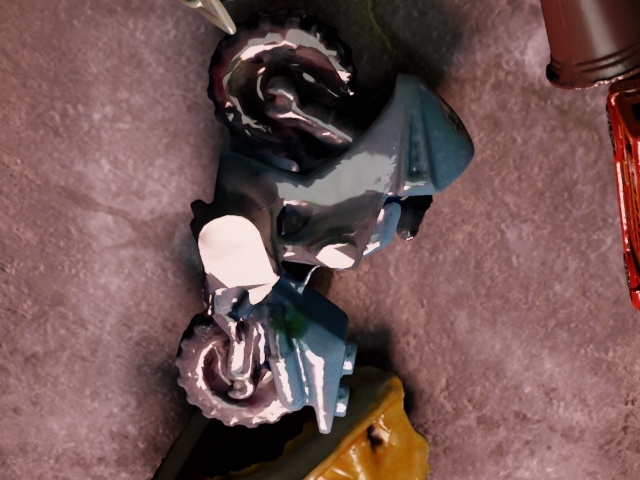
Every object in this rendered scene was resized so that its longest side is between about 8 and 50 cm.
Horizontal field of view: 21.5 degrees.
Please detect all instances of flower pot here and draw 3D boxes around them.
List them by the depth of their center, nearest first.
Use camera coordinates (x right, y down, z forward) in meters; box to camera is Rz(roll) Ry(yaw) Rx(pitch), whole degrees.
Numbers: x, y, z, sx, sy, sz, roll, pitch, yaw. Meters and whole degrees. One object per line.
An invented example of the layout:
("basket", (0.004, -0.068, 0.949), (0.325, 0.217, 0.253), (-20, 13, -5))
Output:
("flower pot", (0.226, -0.189, 1.387), (0.111, 0.111, 0.089), (-18, 113, 12))

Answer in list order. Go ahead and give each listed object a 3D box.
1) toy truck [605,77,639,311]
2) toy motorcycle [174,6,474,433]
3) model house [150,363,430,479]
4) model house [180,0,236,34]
("toy truck", (0.321, -0.024, 1.498), (0.107, 0.114, 0.253), (-10, 125, 5))
("toy motorcycle", (0.000, 0.000, 1.476), (0.232, 0.172, 0.416), (10, 118, 0))
("model house", (-0.016, 0.266, 1.674), (0.268, 0.173, 0.239), (-15, 125, 13))
("model house", (-0.055, -0.304, 1.232), (0.215, 0.198, 0.224), (-25, 124, 10))
